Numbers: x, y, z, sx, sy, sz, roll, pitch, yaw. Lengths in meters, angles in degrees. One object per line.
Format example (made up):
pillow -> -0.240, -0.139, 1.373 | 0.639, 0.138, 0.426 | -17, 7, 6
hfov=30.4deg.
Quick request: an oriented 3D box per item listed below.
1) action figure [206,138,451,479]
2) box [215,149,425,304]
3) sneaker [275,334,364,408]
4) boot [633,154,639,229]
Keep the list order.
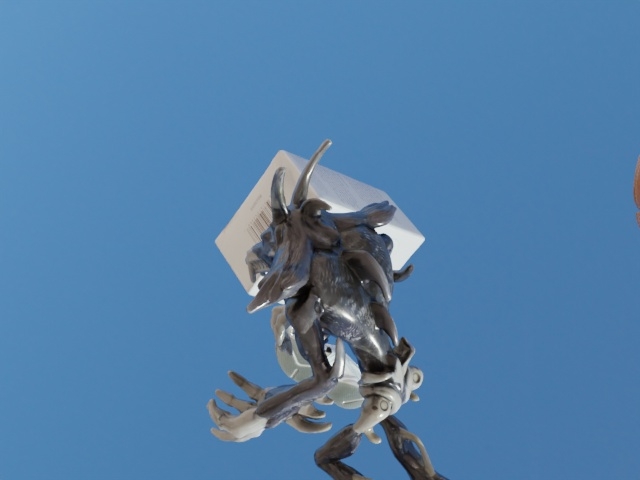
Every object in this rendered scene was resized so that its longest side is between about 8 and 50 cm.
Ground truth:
action figure -> 0.002, 0.080, 0.765 | 0.141, 0.275, 0.164 | -13, -165, 34
box -> 0.000, 0.000, 1.252 | 0.130, 0.170, 0.091 | -53, -133, 17
sneaker -> -0.001, 0.155, 1.495 | 0.054, 0.152, 0.061 | -34, -146, 28
boot -> 0.249, -0.029, 0.719 | 0.073, 0.197, 0.152 | -14, -144, -15
